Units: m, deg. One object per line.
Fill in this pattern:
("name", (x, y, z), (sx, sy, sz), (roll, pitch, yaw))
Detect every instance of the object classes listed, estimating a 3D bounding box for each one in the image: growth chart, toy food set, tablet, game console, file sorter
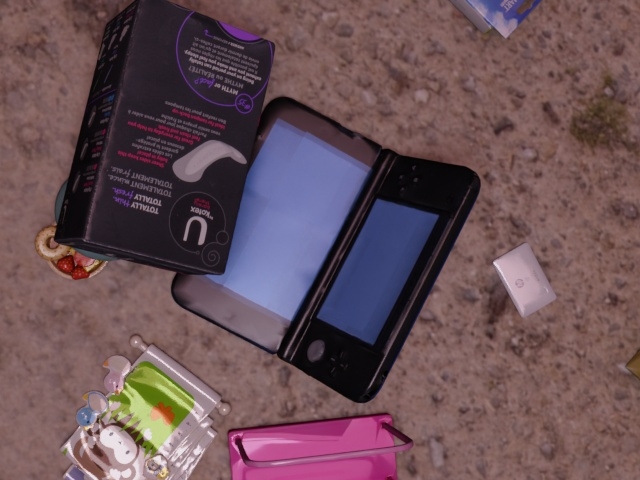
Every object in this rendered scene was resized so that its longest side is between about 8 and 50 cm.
("growth chart", (-0.221, 0.248, 1.112), (0.172, 0.021, 0.237), (29, 84, -5))
("toy food set", (-0.290, 0.005, 1.110), (0.082, 0.020, 0.083), (-40, 93, -7))
("tablet", (0.261, 0.051, 1.189), (0.054, 0.006, 0.083), (-29, 91, -7))
("game console", (0.000, 0.000, 1.080), (0.173, 0.250, 0.293), (30, 84, -32))
("file sorter", (0.010, 0.364, 1.056), (0.202, 0.182, 0.291), (-5, 89, -8))

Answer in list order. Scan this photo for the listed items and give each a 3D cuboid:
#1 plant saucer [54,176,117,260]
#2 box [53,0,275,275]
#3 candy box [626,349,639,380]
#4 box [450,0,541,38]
("plant saucer", (-0.252, -0.036, 1.101), (0.119, 0.021, 0.119), (4, 77, -19))
("box", (-0.175, -0.109, 1.040), (0.165, 0.143, 0.270), (16, 81, -27))
("candy box", (0.546, 0.236, 1.131), (0.316, 0.183, 0.087), (42, 84, -4))
("box", (0.199, -0.348, 1.176), (0.178, 0.042, 0.109), (44, 84, -4))
